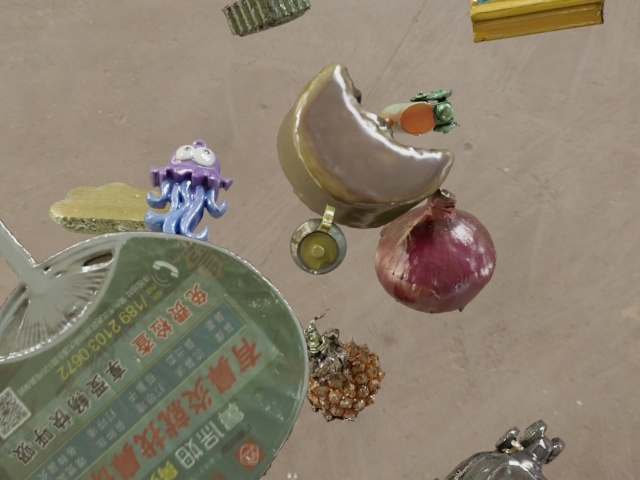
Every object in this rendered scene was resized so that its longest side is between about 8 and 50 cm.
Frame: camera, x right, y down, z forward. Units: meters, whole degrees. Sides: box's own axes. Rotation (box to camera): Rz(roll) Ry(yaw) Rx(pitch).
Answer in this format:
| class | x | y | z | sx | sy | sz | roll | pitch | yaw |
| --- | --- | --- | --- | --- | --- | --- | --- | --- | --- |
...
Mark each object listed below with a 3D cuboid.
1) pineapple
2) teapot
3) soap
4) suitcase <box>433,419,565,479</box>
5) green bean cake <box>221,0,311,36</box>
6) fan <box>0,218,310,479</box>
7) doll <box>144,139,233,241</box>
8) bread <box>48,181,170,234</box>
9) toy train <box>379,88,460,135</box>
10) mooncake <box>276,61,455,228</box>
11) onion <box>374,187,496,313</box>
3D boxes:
| class | x | y | z | sx | sy | sz | roll | pitch | yaw |
| --- | --- | --- | --- | --- | --- | --- | --- | --- | --- |
| pineapple | 0.027 | 0.341 | 1.763 | 0.262 | 0.262 | 0.272 | -27 | 138 | 4 |
| teapot | 0.000 | 0.000 | 1.410 | 0.130 | 0.119 | 0.166 | 16 | 98 | -3 |
| soap | 0.548 | -0.616 | 1.597 | 0.324 | 0.204 | 0.096 | -2 | 141 | 20 |
| suitcase | 0.120 | 0.312 | 0.484 | 0.312 | 0.128 | 0.202 | -40 | 76 | -17 |
| green bean cake | -0.136 | -0.595 | 1.619 | 0.173 | 0.181 | 0.094 | -1 | 117 | 41 |
| fan | -0.161 | 0.088 | 0.405 | 0.294 | 0.012 | 0.223 | 19 | 87 | 4 |
| doll | -0.172 | -0.055 | 0.814 | 0.110 | 0.067 | 0.206 | 9 | 55 | -8 |
| bread | -0.497 | -0.077 | 1.527 | 0.286 | 0.207 | 0.056 | 6 | 119 | -12 |
| toy train | 0.254 | -0.334 | 1.687 | 0.177 | 0.285 | 0.116 | -15 | 104 | -5 |
| mooncake | 0.098 | -0.232 | 1.542 | 0.393 | 0.246 | 0.394 | -4 | 72 | -18 |
| onion | 0.322 | 0.006 | 1.731 | 0.347 | 0.348 | 0.385 | -1 | 131 | 1 |
